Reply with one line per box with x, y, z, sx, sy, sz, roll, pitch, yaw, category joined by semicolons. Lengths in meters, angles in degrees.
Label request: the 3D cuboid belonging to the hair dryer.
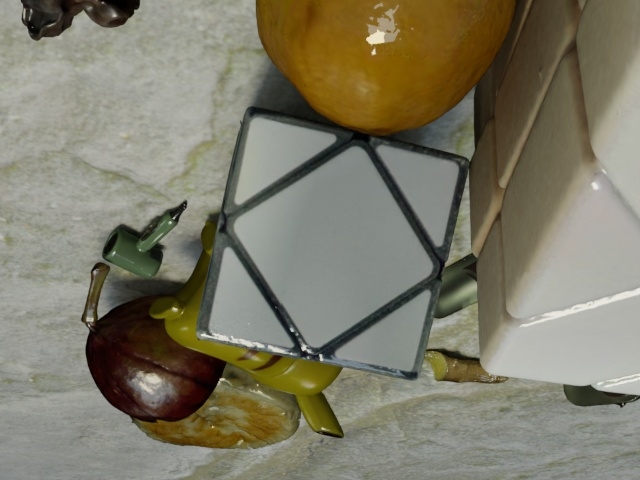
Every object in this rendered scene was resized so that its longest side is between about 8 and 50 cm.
-0.215;-0.009;0.930;0.071;0.047;0.150;29;128;-32;hair dryer

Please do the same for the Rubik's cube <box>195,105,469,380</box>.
0.000;0.000;0.696;0.204;0.208;0.205;14;-177;-7;Rubik's cube

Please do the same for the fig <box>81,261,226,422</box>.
-0.266;0.157;1.019;0.203;0.187;0.249;-6;157;45;fig

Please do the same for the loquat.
0.050;-0.179;0.545;0.187;0.176;0.234;22;141;9;loquat

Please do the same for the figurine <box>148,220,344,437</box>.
-0.050;0.106;0.949;0.326;0.218;0.169;37;176;-43;figurine

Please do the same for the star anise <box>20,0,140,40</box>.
-0.233;-0.247;0.545;0.214;0.099;0.220;-2;144;34;star anise

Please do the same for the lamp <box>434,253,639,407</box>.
0.277;0.127;0.950;0.283;0.125;0.203;35;145;-28;lamp

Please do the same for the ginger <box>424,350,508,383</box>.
0.224;0.206;1.125;0.137;0.044;0.058;11;125;-7;ginger

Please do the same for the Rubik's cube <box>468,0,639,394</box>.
0.293;-0.092;0.491;0.321;0.316;0.319;8;144;2;Rubik's cube

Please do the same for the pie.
-0.193;0.303;1.303;0.338;0.077;0.339;2;141;2;pie
